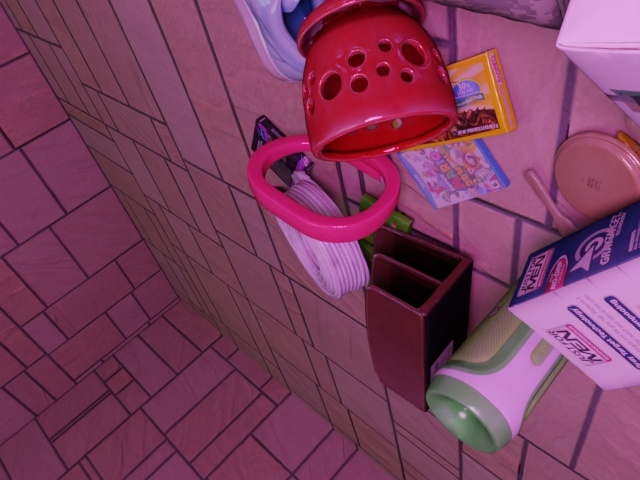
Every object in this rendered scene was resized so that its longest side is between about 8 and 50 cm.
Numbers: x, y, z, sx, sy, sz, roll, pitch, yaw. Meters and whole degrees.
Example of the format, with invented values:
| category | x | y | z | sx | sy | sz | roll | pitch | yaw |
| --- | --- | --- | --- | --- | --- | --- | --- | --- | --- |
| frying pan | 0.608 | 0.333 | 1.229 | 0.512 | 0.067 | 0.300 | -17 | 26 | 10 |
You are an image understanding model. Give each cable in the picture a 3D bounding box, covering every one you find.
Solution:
| category | x | y | z | sx | sy | sz | roll | pitch | yaw |
| --- | --- | --- | --- | --- | --- | --- | --- | --- | --- |
| cable | 0.000 | 0.000 | 1.088 | 0.257 | 0.089 | 0.257 | 41 | 157 | 54 |

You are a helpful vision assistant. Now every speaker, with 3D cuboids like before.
| category | x | y | z | sx | sy | sz | roll | pitch | yaw |
| --- | --- | --- | --- | --- | --- | --- | --- | --- | --- |
| speaker | 0.278 | 0.142 | 0.725 | 0.131 | 0.296 | 0.131 | 38 | 153 | 23 |

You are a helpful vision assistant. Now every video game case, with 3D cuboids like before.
| category | x | y | z | sx | sy | sz | roll | pitch | yaw |
| --- | --- | --- | --- | --- | --- | --- | --- | --- | --- |
| video game case | 0.202 | -0.114 | 0.821 | 0.119 | 0.015 | 0.166 | 53 | 155 | -9 |

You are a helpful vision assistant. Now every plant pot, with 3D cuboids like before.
| category | x | y | z | sx | sy | sz | roll | pitch | yaw |
| --- | --- | --- | --- | --- | --- | --- | --- | --- | --- |
| plant pot | 0.064 | -0.208 | 0.677 | 0.191 | 0.191 | 0.174 | 153 | 106 | -65 |

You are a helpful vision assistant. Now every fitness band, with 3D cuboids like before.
| category | x | y | z | sx | sy | sz | roll | pitch | yaw |
| --- | --- | --- | --- | --- | --- | --- | --- | --- | --- |
| fitness band | 0.003 | -0.106 | 0.928 | 0.291 | 0.209 | 0.054 | 33 | 152 | 31 |

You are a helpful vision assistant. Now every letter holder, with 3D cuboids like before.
| category | x | y | z | sx | sy | sz | roll | pitch | yaw |
| --- | --- | --- | --- | --- | --- | --- | --- | --- | --- |
| letter holder | 0.152 | 0.144 | 1.005 | 0.215 | 0.152 | 0.301 | 26 | 144 | 33 |

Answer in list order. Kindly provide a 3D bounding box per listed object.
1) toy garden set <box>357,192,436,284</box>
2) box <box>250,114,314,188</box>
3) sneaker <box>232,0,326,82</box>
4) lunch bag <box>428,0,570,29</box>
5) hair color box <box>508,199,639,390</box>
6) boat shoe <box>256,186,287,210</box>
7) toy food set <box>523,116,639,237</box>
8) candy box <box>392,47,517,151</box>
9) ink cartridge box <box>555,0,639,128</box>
| category | x | y | z | sx | sy | sz | roll | pitch | yaw |
| --- | --- | --- | --- | --- | --- | --- | --- | --- | --- |
| toy garden set | 0.164 | 0.031 | 1.056 | 0.204 | 0.049 | 0.244 | 34 | 147 | 21 |
| box | -0.088 | -0.190 | 1.174 | 0.162 | 0.029 | 0.116 | 44 | 154 | 7 |
| sneaker | -0.068 | -0.393 | 0.740 | 0.150 | 0.135 | 0.366 | 18 | 153 | 47 |
| lunch bag | 0.130 | -0.316 | 0.439 | 0.305 | 0.212 | 0.256 | 31 | 166 | 34 |
| hair color box | 0.385 | 0.036 | 0.527 | 0.174 | 0.105 | 0.347 | 40 | 145 | -6 |
| boat shoe | -0.084 | -0.082 | 1.285 | 0.190 | 0.068 | 0.072 | 18 | 153 | 48 |
| toy food set | 0.343 | -0.074 | 0.632 | 0.132 | 0.039 | 0.192 | 56 | 161 | 1 |
| candy box | 0.170 | -0.187 | 0.734 | 0.206 | 0.027 | 0.105 | 2 | 114 | 58 |
| ink cartridge box | 0.264 | -0.164 | 0.349 | 0.220 | 0.160 | 0.093 | 12 | -172 | -43 |
